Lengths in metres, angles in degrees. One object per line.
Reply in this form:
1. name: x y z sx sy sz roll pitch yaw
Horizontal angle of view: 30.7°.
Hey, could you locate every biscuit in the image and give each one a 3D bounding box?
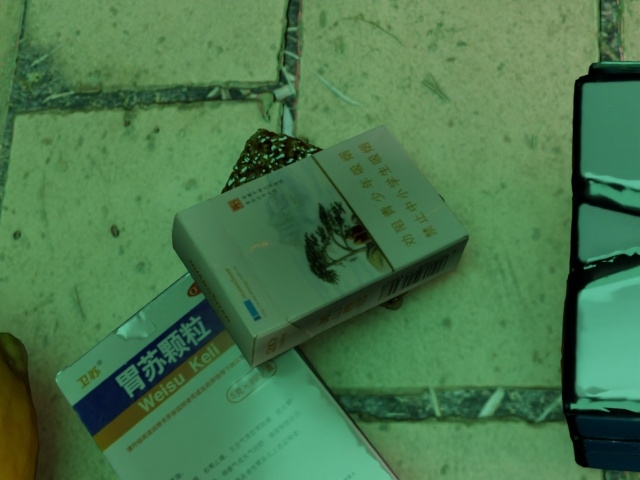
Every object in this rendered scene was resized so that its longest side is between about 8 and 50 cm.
1. biscuit: 0.002 -0.027 1.182 0.231 0.025 0.131 22 78 20

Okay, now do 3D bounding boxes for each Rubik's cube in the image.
1. Rubik's cube: 0.344 0.035 0.934 0.288 0.283 0.293 -1 73 16

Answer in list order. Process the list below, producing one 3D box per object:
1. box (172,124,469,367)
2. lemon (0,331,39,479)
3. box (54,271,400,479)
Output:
1. box: -0.001 0.001 1.079 0.233 0.067 0.149 -24 61 -21
2. lemon: -0.413 0.198 1.055 0.364 0.364 0.364 -5 71 13
3. box: -0.079 0.188 1.087 0.200 0.106 0.299 -39 68 -2
